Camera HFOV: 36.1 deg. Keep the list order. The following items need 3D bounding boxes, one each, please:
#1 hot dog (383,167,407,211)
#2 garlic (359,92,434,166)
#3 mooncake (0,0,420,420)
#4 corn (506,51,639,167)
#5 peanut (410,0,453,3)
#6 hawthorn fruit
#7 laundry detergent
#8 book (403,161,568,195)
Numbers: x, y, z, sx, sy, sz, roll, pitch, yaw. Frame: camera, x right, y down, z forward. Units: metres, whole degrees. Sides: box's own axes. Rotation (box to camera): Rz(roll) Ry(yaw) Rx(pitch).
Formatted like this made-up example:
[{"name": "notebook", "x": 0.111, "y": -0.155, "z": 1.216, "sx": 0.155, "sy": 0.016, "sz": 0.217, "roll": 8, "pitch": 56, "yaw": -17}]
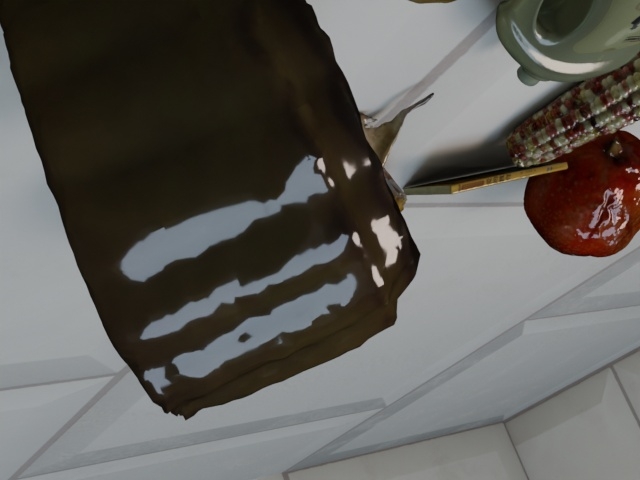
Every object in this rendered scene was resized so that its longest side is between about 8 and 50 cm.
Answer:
[{"name": "hot dog", "x": 0.000, "y": 0.000, "z": 1.206, "sx": 0.144, "sy": 0.075, "sz": 0.268, "roll": -10, "pitch": 159, "yaw": -33}, {"name": "garlic", "x": -0.042, "y": -0.036, "z": 1.004, "sx": 0.338, "sy": 0.151, "sz": 0.196, "roll": -14, "pitch": 145, "yaw": -22}, {"name": "mooncake", "x": -0.066, "y": -0.059, "z": 0.651, "sx": 0.187, "sy": 0.324, "sz": 0.324, "roll": -23, "pitch": 159, "yaw": 0}, {"name": "corn", "x": 0.324, "y": -0.156, "z": 1.140, "sx": 0.237, "sy": 0.080, "sz": 0.079, "roll": -28, "pitch": 159, "yaw": 32}, {"name": "peanut", "x": 0.120, "y": -0.250, "z": 0.692, "sx": 0.108, "sy": 0.095, "sz": 0.226, "roll": 9, "pitch": 150, "yaw": -26}, {"name": "hawthorn fruit", "x": 0.361, "y": -0.061, "z": 1.289, "sx": 0.173, "sy": 0.174, "sz": 0.179, "roll": 1, "pitch": 150, "yaw": -45}, {"name": "laundry detergent", "x": 0.251, "y": -0.223, "z": 0.879, "sx": 0.181, "sy": 0.091, "sz": 0.253, "roll": -7, "pitch": 155, "yaw": -30}, {"name": "book", "x": 0.205, "y": -0.077, "z": 1.228, "sx": 0.172, "sy": 0.012, "sz": 0.118, "roll": -12, "pitch": -174, "yaw": -23}]
